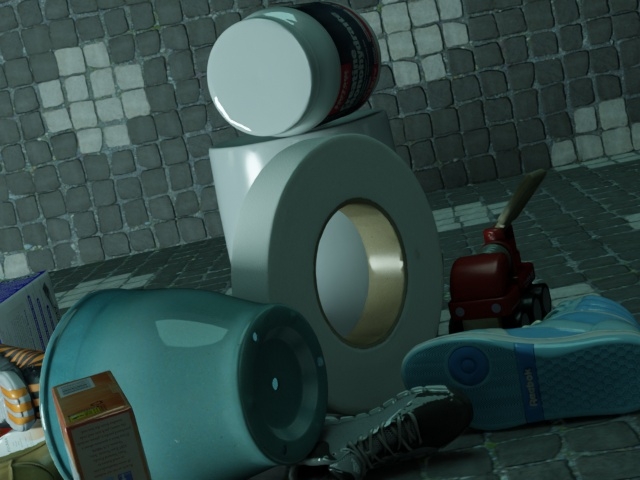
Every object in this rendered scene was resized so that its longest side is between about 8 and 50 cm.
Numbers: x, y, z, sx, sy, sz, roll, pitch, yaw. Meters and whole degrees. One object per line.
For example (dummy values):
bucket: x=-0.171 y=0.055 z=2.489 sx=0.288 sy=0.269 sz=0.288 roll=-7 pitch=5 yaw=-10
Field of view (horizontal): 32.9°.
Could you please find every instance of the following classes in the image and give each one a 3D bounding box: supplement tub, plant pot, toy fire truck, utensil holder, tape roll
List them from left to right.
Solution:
plant pot: x=-0.140 y=0.175 z=1.276 sx=0.255 sy=0.272 sz=0.271 roll=-10 pitch=9 yaw=31
supplement tub: x=-0.035 y=-0.262 z=1.650 sx=0.191 sy=0.191 sz=0.272 roll=-8 pitch=11 yaw=25
utensil holder: x=0.000 y=0.000 z=1.809 sx=0.327 sy=0.386 sz=0.327 roll=-12 pitch=11 yaw=2
tape roll: x=0.036 y=0.046 z=1.499 sx=0.072 sy=0.392 sz=0.392 roll=-4 pitch=13 yaw=40
toy fire truck: x=0.286 y=0.027 z=1.701 sx=0.158 sy=0.246 sz=0.217 roll=-8 pitch=11 yaw=27

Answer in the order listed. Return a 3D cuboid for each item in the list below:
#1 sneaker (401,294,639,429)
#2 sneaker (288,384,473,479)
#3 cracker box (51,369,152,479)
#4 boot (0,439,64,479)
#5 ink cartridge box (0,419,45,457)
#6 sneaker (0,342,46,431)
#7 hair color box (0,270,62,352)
sneaker: x=0.271 y=0.150 z=1.404 sx=0.319 sy=0.127 sz=0.208 roll=0 pitch=14 yaw=11
sneaker: x=0.067 y=0.247 z=1.258 sx=0.228 sy=0.086 sz=0.132 roll=-20 pitch=12 yaw=17
cracker box: x=-0.193 y=0.256 z=1.038 sx=0.067 sy=0.232 sz=0.155 roll=-16 pitch=10 yaw=-16
boot: x=-0.328 y=0.316 z=1.327 sx=0.236 sy=0.089 sz=0.269 roll=-25 pitch=12 yaw=-10
ink cartridge box: x=-0.476 y=0.297 z=1.718 sx=0.179 sy=0.045 sz=0.145 roll=-7 pitch=10 yaw=13
sneaker: x=-0.436 y=0.215 z=1.730 sx=0.180 sy=0.125 sz=0.321 roll=-18 pitch=17 yaw=-27
hair color box: x=-0.588 y=0.188 z=2.058 sx=0.110 sy=0.185 sz=0.339 roll=-13 pitch=9 yaw=6
